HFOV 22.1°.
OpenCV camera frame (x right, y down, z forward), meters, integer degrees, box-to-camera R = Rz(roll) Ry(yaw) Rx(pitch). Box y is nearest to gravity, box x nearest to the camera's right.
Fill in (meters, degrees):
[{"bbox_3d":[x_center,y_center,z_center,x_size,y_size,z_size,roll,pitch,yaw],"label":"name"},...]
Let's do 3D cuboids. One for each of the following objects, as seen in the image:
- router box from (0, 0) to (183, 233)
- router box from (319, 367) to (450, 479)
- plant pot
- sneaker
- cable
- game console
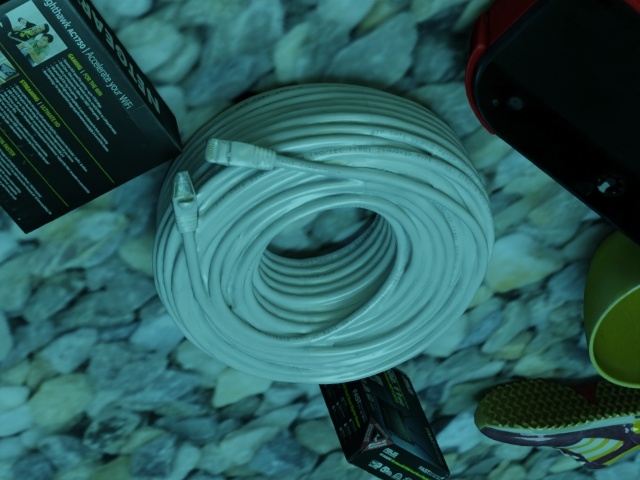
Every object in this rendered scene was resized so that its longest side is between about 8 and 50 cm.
[{"bbox_3d":[-0.194,-0.098,1.119,0.133,0.046,0.179,-26,134,9],"label":"router box"},{"bbox_3d":[0.049,0.147,1.361,0.038,0.122,0.092,-43,129,18],"label":"router box"},{"bbox_3d":[0.270,0.040,1.340,0.134,0.095,0.134,-8,134,-8],"label":"plant pot"},{"bbox_3d":[0.225,0.172,1.470,0.185,0.069,0.084,-3,128,-11],"label":"sneaker"},{"bbox_3d":[0.000,0.000,1.236,0.257,0.089,0.257,-1,133,-15],"label":"cable"},{"bbox_3d":[0.322,-0.093,1.115,0.386,0.060,0.342,36,135,-13],"label":"game console"}]
